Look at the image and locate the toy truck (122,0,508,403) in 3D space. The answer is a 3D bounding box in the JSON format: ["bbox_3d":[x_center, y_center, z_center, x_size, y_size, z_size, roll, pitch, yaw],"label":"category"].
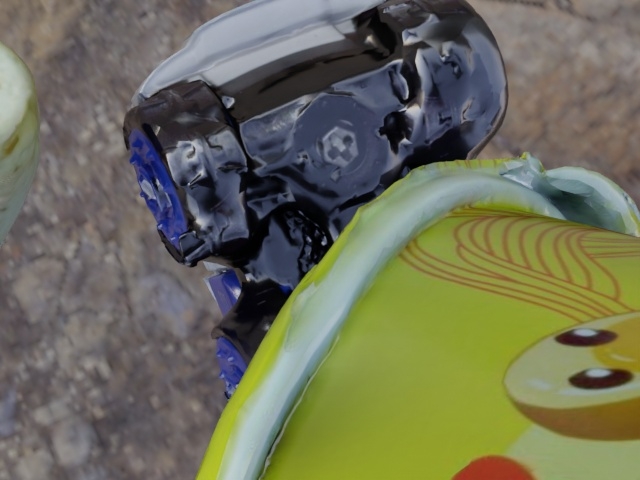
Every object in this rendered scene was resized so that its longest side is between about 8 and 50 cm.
[{"bbox_3d":[0.000,0.000,0.781,0.161,0.177,0.213,-23,94,-18],"label":"toy truck"}]

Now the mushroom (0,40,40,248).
[{"bbox_3d":[-0.194,0.000,0.780,0.107,0.087,0.333,15,154,-11],"label":"mushroom"}]

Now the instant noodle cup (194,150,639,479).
[{"bbox_3d":[0.120,0.137,0.394,0.311,0.221,0.311,-22,115,-61],"label":"instant noodle cup"}]
